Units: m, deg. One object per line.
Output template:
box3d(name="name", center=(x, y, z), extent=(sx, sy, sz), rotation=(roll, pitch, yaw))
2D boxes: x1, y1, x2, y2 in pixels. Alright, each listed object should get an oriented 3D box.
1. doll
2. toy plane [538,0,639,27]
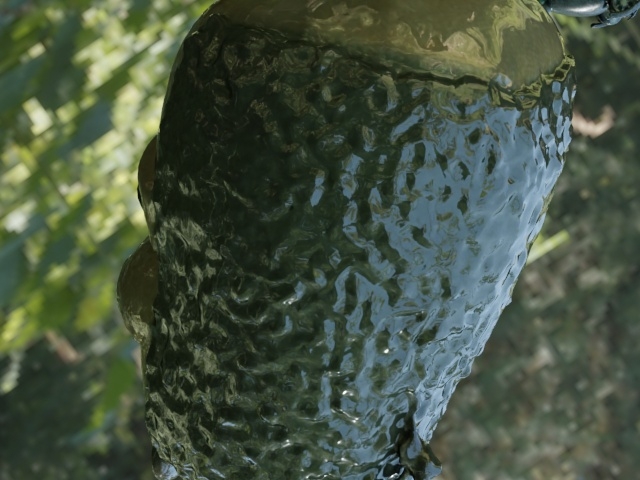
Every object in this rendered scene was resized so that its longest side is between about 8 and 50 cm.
box3d(name="doll", center=(0.000, 0.000, 1.053), extent=(0.247, 0.349, 0.247), rotation=(9, -158, -3))
box3d(name="toy plane", center=(0.181, -0.189, 1.364), extent=(0.235, 0.096, 0.060), rotation=(-42, -176, -5))
